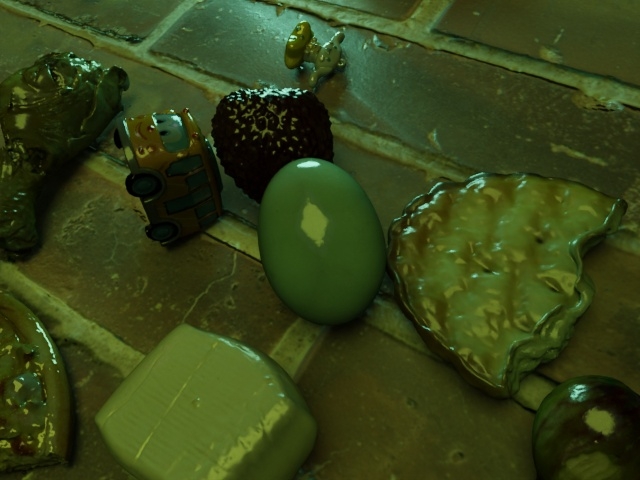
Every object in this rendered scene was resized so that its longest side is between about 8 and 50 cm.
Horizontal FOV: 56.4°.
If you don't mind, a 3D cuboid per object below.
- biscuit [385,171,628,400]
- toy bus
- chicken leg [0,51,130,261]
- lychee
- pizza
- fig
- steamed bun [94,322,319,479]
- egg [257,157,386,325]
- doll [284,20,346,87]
[{"bbox_3d":[0.260,0.032,0.792,0.335,0.078,0.329,-20,54,0],"label":"biscuit"},{"bbox_3d":[-0.225,-0.101,0.912,0.136,0.209,0.126,-19,54,-11],"label":"toy bus"},{"bbox_3d":[-0.491,-0.154,1.044,0.153,0.201,0.429,-10,58,41],"label":"chicken leg"},{"bbox_3d":[-0.070,-0.142,0.920,0.188,0.188,0.188,-6,58,10],"label":"lychee"},{"bbox_3d":[-0.479,0.215,0.848,0.223,0.089,0.323,-33,57,-11],"label":"pizza"},{"bbox_3d":[0.251,0.249,0.642,0.245,0.149,0.149,-39,56,14],"label":"fig"},{"bbox_3d":[-0.126,0.223,0.716,0.250,0.154,0.200,25,64,32],"label":"steamed bun"},{"bbox_3d":[0.000,0.000,0.805,0.168,0.168,0.230,-16,79,3],"label":"egg"},{"bbox_3d":[-0.010,-0.333,1.091,0.113,0.071,0.135,3,65,-6],"label":"doll"}]
